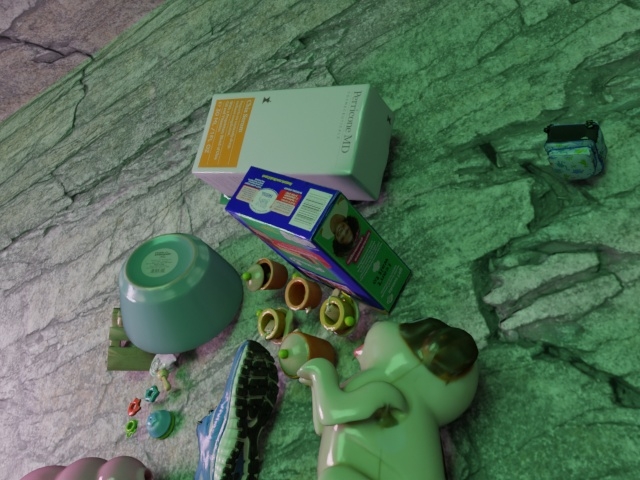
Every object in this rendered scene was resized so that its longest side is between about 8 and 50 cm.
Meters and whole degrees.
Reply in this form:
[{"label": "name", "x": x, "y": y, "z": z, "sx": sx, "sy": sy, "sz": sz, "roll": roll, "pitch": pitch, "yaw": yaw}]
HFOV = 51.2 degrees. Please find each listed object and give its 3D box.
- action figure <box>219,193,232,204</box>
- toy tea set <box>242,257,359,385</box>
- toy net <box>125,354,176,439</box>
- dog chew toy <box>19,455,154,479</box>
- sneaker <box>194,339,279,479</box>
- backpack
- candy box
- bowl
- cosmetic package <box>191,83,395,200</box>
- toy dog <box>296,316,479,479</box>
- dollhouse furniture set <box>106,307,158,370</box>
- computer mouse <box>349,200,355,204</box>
[{"label": "action figure", "x": -0.146, "y": -0.119, "z": 1.753, "sx": 0.232, "sy": 0.063, "sz": 0.137, "roll": 18, "pitch": 70, "yaw": 39}, {"label": "toy tea set", "x": -0.077, "y": 0.157, "z": 1.429, "sx": 0.336, "sy": 0.124, "sz": 0.200, "roll": 28, "pitch": 100, "yaw": 45}, {"label": "toy net", "x": -0.393, "y": 0.360, "z": 1.607, "sx": 0.122, "sy": 0.045, "sz": 0.232, "roll": -15, "pitch": 50, "yaw": 29}, {"label": "dog chew toy", "x": -0.513, "y": 0.566, "z": 1.443, "sx": 0.332, "sy": 0.206, "sz": 0.206, "roll": -23, "pitch": 48, "yaw": 11}, {"label": "sneaker", "x": -0.193, "y": 0.365, "z": 1.387, "sx": 0.147, "sy": 0.130, "sz": 0.330, "roll": 0, "pitch": 68, "yaw": 40}, {"label": "backpack", "x": 0.493, "y": -0.164, "z": 1.290, "sx": 0.105, "sy": 0.114, "sz": 0.084, "roll": 0, "pitch": 61, "yaw": 39}, {"label": "candy box", "x": 0.000, "y": 0.000, "z": 1.384, "sx": 0.268, "sy": 0.317, "sz": 0.122, "roll": 20, "pitch": 75, "yaw": 44}, {"label": "bowl", "x": -0.357, "y": 0.101, "z": 1.609, "sx": 0.312, "sy": 0.163, "sz": 0.311, "roll": -7, "pitch": 46, "yaw": 7}, {"label": "cosmetic package", "x": -0.070, "y": -0.232, "z": 1.624, "sx": 0.453, "sy": 0.161, "sz": 0.230, "roll": 3, "pitch": 73, "yaw": 30}, {"label": "toy dog", "x": 0.123, "y": 0.314, "z": 1.103, "sx": 0.396, "sy": 0.284, "sz": 0.407, "roll": 17, "pitch": 68, "yaw": 19}, {"label": "dollhouse furniture set", "x": -0.477, "y": 0.251, "z": 1.721, "sx": 0.151, "sy": 0.123, "sz": 0.144, "roll": 176, "pitch": 98, "yaw": -76}, {"label": "computer mouse", "x": 0.039, "y": -0.199, "z": 1.684, "sx": 0.184, "sy": 0.060, "sz": 0.262, "roll": 1, "pitch": 72, "yaw": 31}]
